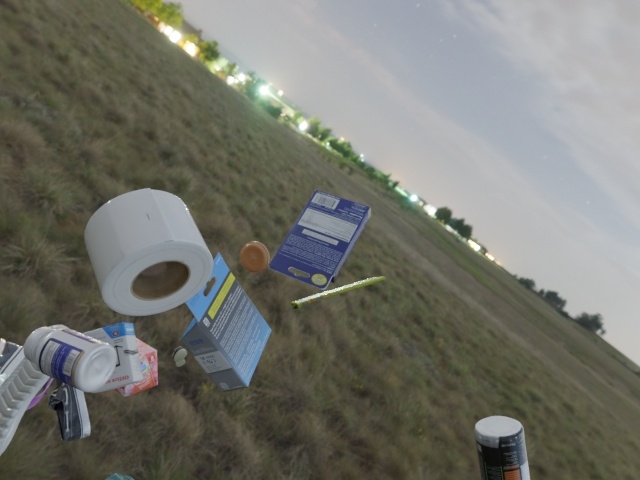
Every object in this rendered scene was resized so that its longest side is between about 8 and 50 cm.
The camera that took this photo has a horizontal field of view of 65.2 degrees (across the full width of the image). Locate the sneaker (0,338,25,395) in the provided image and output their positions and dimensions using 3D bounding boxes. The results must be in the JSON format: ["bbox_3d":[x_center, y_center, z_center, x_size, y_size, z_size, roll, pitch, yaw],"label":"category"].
[{"bbox_3d":[-0.830,0.341,1.212,0.127,0.126,0.321,31,5,-18],"label":"sneaker"}]

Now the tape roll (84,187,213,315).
[{"bbox_3d":[-0.386,0.031,1.132,0.246,0.246,0.169,24,27,-53],"label":"tape roll"}]

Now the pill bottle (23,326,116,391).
[{"bbox_3d":[-0.572,0.262,1.138,0.186,0.112,0.112,14,1,21],"label":"pill bottle"}]

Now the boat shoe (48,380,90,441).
[{"bbox_3d":[-0.893,0.552,1.745,0.102,0.108,0.301,-2,56,-44],"label":"boat shoe"}]

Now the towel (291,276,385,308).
[{"bbox_3d":[0.044,0.134,1.277,0.102,0.237,0.021,157,-83,-78],"label":"towel"}]

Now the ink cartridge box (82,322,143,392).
[{"bbox_3d":[-0.701,0.395,1.692,0.086,0.148,0.203,83,-8,-77],"label":"ink cartridge box"}]

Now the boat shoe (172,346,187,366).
[{"bbox_3d":[-0.495,0.398,1.748,0.049,0.137,0.043,-19,64,-24],"label":"boat shoe"}]

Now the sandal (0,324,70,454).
[{"bbox_3d":[-0.875,0.444,1.490,0.169,0.417,0.102,18,-21,29],"label":"sandal"}]

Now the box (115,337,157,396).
[{"bbox_3d":[-0.780,0.471,1.972,0.299,0.154,0.142,13,15,40],"label":"box"}]

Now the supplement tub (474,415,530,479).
[{"bbox_3d":[0.447,0.542,1.226,0.117,0.116,0.191,-90,172,-86],"label":"supplement tub"}]

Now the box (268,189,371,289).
[{"bbox_3d":[0.000,0.000,1.057,0.136,0.225,0.037,20,-31,18],"label":"box"}]

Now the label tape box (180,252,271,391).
[{"bbox_3d":[-0.300,0.243,1.496,0.334,0.105,0.241,61,27,-25],"label":"label tape box"}]

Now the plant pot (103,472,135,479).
[{"bbox_3d":[-0.528,0.705,1.216,0.165,0.234,0.166,32,-23,20],"label":"plant pot"}]

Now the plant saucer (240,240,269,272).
[{"bbox_3d":[-0.173,0.044,1.304,0.083,0.084,0.013,39,18,11],"label":"plant saucer"}]
